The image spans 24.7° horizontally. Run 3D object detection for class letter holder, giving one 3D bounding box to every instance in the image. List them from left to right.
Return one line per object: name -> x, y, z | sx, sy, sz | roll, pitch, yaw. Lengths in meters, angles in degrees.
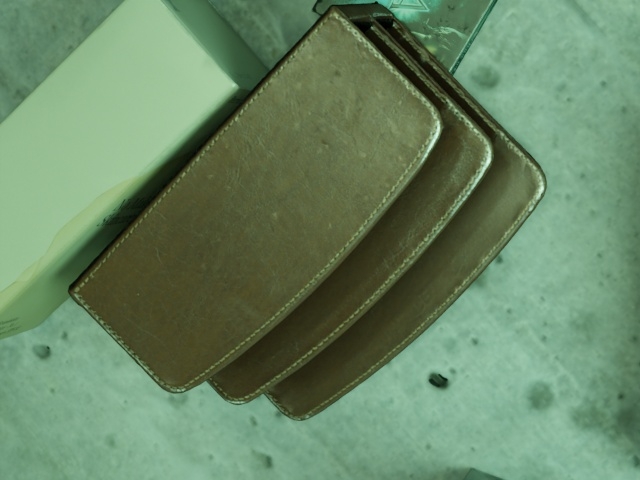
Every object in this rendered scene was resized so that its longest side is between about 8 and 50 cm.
letter holder -> 0.000, 0.000, 1.120 | 0.214, 0.152, 0.302 | 46, 108, 4

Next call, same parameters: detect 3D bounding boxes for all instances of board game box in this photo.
board game box -> 0.093, -0.231, 1.158 | 0.126, 0.026, 0.186 | 32, 100, 10

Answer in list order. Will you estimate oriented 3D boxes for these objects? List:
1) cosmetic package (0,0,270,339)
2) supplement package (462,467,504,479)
cosmetic package -> -0.188, -0.058, 1.170 | 0.309, 0.160, 0.113 | -41, 85, 14
supplement package -> 0.161, 0.290, 1.055 | 0.204, 0.262, 0.145 | 19, 97, 12
